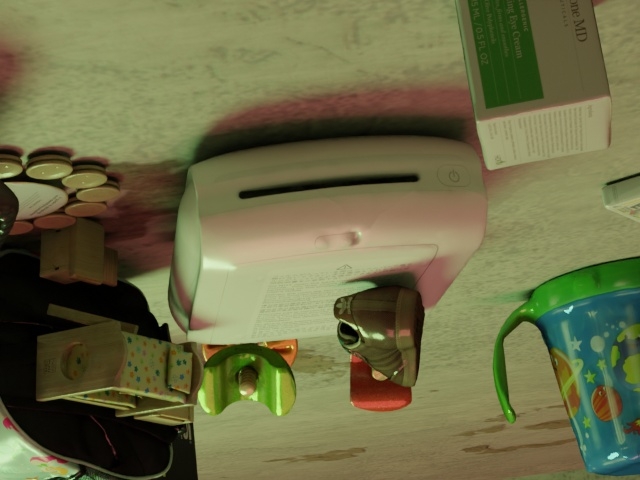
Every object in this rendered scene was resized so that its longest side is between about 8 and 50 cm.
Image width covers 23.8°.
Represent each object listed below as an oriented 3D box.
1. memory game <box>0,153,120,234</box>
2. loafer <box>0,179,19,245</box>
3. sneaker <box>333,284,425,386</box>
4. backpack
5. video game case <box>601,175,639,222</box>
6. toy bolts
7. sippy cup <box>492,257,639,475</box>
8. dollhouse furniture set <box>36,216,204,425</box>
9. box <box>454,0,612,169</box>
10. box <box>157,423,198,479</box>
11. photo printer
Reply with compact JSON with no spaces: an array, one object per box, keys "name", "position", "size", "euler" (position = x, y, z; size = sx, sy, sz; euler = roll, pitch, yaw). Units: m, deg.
[{"name":"memory game","position":[-0.257,-0.037,1.242],"size":[0.186,0.012,0.186],"euler":[-7,163,-2]},{"name":"loafer","position":[-0.332,-0.001,1.160],"size":[0.134,0.130,0.366],"euler":[-27,173,-38]},{"name":"sneaker","position":[0.052,0.078,1.319],"size":[0.071,0.066,0.188],"euler":[7,159,7]},{"name":"backpack","position":[-0.274,0.129,1.428],"size":[0.191,0.225,0.253],"euler":[-19,156,21]},{"name":"video game case","position":[0.411,-0.048,1.461],"size":[0.206,0.026,0.227],"euler":[-18,160,32]},{"name":"toy bolts","position":[-0.008,0.067,1.576],"size":[0.229,0.158,0.218],"euler":[3,123,-2]},{"name":"sippy cup","position":[0.377,0.156,1.785],"size":[0.305,0.224,0.240],"euler":[-20,160,36]},{"name":"dollhouse furniture set","position":[-0.154,0.072,1.370],"size":[0.101,0.160,0.182],"euler":[-12,161,33]},{"name":"box","position":[0.139,-0.113,0.991],"size":[0.087,0.101,0.102],"euler":[-10,163,7]},{"name":"box","position":[-0.232,0.276,1.853],"size":[0.060,0.270,0.216],"euler":[-14,162,26]},{"name":"photo printer","position":[0.000,0.000,1.304],"size":[0.256,0.107,0.307],"euler":[-5,163,-9]}]
